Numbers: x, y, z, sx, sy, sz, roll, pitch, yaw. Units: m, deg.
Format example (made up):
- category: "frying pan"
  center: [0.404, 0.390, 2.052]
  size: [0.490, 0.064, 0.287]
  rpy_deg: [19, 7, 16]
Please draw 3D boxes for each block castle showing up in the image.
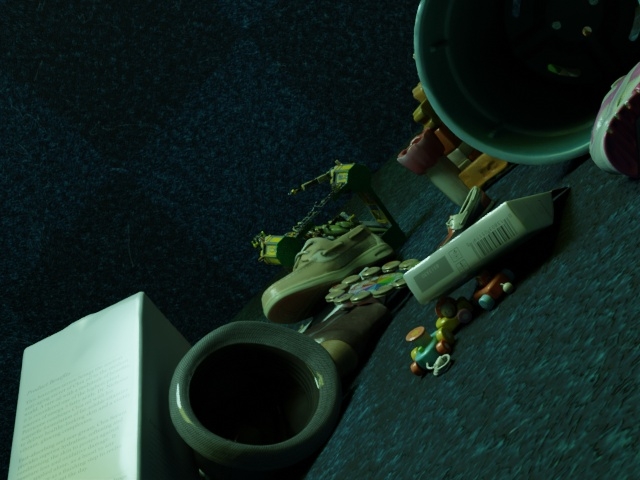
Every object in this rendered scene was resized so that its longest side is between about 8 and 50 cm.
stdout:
- category: "block castle"
  center: [0.336, -0.296, 2.070]
  size: [0.303, 0.213, 0.453]
  rpy_deg: [-41, 8, 45]

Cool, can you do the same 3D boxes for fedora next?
- category: "fedora"
  center: [-0.098, 0.253, 1.584]
  size: [0.275, 0.244, 0.124]
  rpy_deg: [-75, -3, -54]

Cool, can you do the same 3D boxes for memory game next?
- category: "memory game"
  center: [0.096, 0.069, 1.866]
  size: [0.186, 0.012, 0.186]
  rpy_deg: [-19, 12, 4]

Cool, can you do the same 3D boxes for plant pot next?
- category: "plant pot"
  center: [0.354, -0.323, 1.661]
  size: [0.341, 0.341, 0.334]
  rpy_deg: [-43, -1, 31]

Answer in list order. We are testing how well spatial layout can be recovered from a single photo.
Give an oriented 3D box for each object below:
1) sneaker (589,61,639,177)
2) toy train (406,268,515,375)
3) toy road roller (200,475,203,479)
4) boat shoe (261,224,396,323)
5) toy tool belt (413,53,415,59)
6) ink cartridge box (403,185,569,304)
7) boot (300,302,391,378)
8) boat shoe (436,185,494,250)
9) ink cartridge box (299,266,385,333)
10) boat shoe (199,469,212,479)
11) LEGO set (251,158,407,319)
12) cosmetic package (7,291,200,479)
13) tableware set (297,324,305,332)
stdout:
- category: "sneaker"
  center: [0.396, -0.176, 1.291]
  size: [0.252, 0.103, 0.111]
  rpy_deg: [-47, 7, -12]
- category: "toy train"
  center: [0.166, 0.095, 1.368]
  size: [0.166, 0.046, 0.125]
  rpy_deg: [-48, 5, -21]
- category: "toy road roller"
  center: [-0.341, 0.468, 1.816]
  size: [0.329, 0.202, 0.240]
  rpy_deg: [-47, -6, -2]
- category: "boat shoe"
  center: [-0.001, 0.058, 2.058]
  size: [0.341, 0.110, 0.121]
  rpy_deg: [-21, -26, -47]
- category: "toy tool belt"
  center: [0.207, -0.361, 2.137]
  size: [0.052, 0.051, 0.083]
  rpy_deg: [-47, 7, -32]
- category: "ink cartridge box"
  center: [0.235, 0.005, 1.447]
  size: [0.181, 0.056, 0.225]
  rpy_deg: [-38, -15, 31]
- category: "boot"
  center: [-0.023, 0.183, 1.783]
  size: [0.248, 0.090, 0.207]
  rpy_deg: [-11, 21, 38]
- category: "boat shoe"
  center: [0.232, -0.030, 1.810]
  size: [0.137, 0.043, 0.049]
  rpy_deg: [-49, 8, -16]
- category: "ink cartridge box"
  center: [0.001, 0.186, 1.942]
  size: [0.275, 0.060, 0.239]
  rpy_deg: [-45, 4, 13]
- category: "boat shoe"
  center: [-0.218, 0.409, 1.978]
  size: [0.072, 0.068, 0.190]
  rpy_deg: [-36, 1, -22]
- category: "LEGO set"
  center: [0.000, 0.000, 2.260]
  size: [0.331, 0.255, 0.192]
  rpy_deg: [-54, 26, -19]
- category: "cosmetic package"
  center: [-0.307, 0.313, 1.567]
  size: [0.230, 0.161, 0.453]
  rpy_deg: [-26, 39, 13]
- category: "tableware set"
  center: [-0.095, 0.252, 2.410]
  size: [0.169, 0.020, 0.141]
  rpy_deg: [-44, 6, 18]
